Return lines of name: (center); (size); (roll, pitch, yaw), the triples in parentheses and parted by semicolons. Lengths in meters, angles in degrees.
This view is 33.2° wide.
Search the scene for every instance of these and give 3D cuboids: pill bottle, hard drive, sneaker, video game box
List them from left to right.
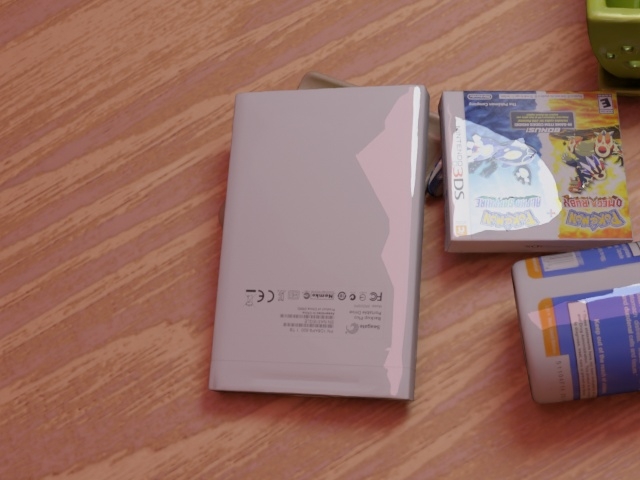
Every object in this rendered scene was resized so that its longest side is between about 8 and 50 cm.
hard drive: (0.000, 0.000, 1.225); (0.233, 0.047, 0.353); (0, 77, 18)
sneaker: (0.186, -0.090, 1.265); (0.135, 0.052, 0.058); (-37, 67, -5)
video game box: (0.239, -0.079, 1.216); (0.205, 0.048, 0.187); (-1, 72, -1)
pill bottle: (0.340, 0.075, 1.092); (0.272, 0.152, 0.152); (-9, 64, 9)

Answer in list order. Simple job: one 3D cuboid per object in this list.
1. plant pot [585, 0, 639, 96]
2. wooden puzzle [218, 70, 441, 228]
plant pot: (0.416, -0.282, 1.211); (0.228, 0.207, 0.227); (3, 66, 14)
wooden puzzle: (0.018, -0.083, 1.305); (0.221, 0.044, 0.239); (22, 73, 22)
